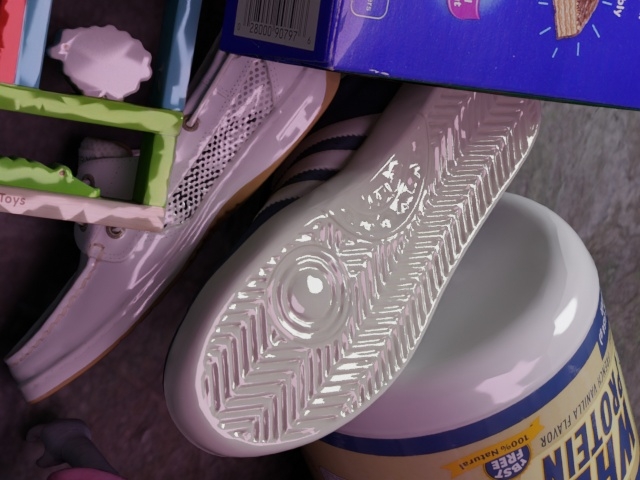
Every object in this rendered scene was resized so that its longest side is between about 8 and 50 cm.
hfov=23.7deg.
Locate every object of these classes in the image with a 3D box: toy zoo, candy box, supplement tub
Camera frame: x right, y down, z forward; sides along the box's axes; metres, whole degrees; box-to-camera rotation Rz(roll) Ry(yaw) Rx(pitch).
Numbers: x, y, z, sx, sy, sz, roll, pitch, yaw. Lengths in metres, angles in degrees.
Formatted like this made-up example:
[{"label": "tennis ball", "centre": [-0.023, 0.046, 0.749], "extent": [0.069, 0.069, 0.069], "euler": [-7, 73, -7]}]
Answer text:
[{"label": "toy zoo", "centre": [-0.154, -0.160, 0.820], "extent": [0.192, 0.030, 0.293], "euler": [7, 96, -22]}, {"label": "candy box", "centre": [0.122, -0.214, 0.862], "extent": [0.317, 0.122, 0.268], "euler": [4, 100, -34]}, {"label": "supplement tub", "centre": [0.110, 0.148, 1.081], "extent": [0.228, 0.228, 0.316], "euler": [-38, 127, -24]}]

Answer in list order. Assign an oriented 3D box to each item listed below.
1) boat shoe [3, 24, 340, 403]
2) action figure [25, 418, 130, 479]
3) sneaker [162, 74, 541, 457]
[{"label": "boat shoe", "centre": [-0.110, -0.027, 0.928], "extent": [0.096, 0.098, 0.277], "euler": [41, 85, -14]}, {"label": "action figure", "centre": [-0.124, 0.269, 0.910], "extent": [0.370, 0.276, 0.248], "euler": [20, 99, -57]}, {"label": "sneaker", "centre": [0.000, 0.000, 0.967], "extent": [0.350, 0.148, 0.131], "euler": [-47, 117, -33]}]
